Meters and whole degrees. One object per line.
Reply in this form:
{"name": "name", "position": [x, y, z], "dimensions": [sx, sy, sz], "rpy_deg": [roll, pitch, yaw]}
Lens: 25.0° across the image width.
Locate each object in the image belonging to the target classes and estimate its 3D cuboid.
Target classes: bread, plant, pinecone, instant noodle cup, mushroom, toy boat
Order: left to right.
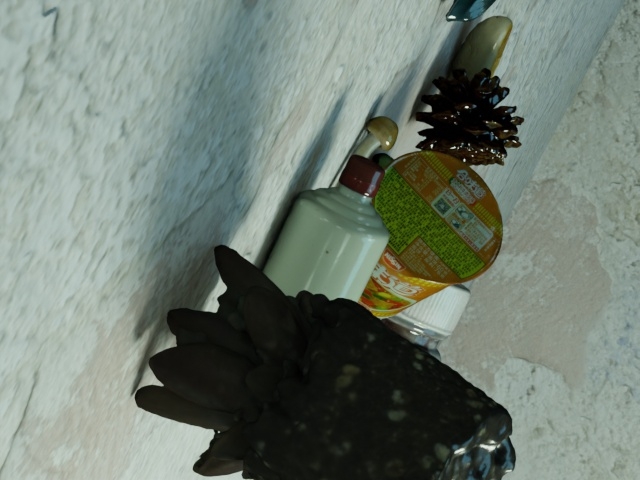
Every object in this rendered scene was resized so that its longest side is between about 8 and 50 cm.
{"name": "plant", "position": [0.001, 0.131, 1.202], "dimensions": [0.194, 0.321, 0.181], "rpy_deg": [-49, 148, -22]}
{"name": "mushroom", "position": [0.002, 0.001, 1.586], "dimensions": [0.068, 0.043, 0.306], "rpy_deg": [12, 109, -58]}
{"name": "instant noodle cup", "position": [0.096, 0.009, 1.672], "dimensions": [0.168, 0.168, 0.185], "rpy_deg": [-55, -176, -31]}
{"name": "bread", "position": [0.193, -0.211, 1.875], "dimensions": [0.073, 0.053, 0.214], "rpy_deg": [-44, 162, -45]}
{"name": "pinecone", "position": [0.184, -0.151, 1.784], "dimensions": [0.140, 0.140, 0.121], "rpy_deg": [58, 32, -77]}
{"name": "toy boat", "position": [0.185, -0.292, 1.643], "dimensions": [0.141, 0.060, 0.055], "rpy_deg": [-48, 164, -28]}

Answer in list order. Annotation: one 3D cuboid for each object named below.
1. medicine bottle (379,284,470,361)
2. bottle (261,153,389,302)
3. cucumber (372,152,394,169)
{"name": "medicine bottle", "position": [0.077, 0.155, 1.936], "dimensions": [0.273, 0.165, 0.165], "rpy_deg": [-62, 169, 4]}
{"name": "bottle", "position": [-0.003, 0.029, 1.446], "dimensions": [0.245, 0.104, 0.104], "rpy_deg": [-64, 169, 14]}
{"name": "cucumber", "position": [0.081, -0.041, 1.764], "dimensions": [0.220, 0.070, 0.046], "rpy_deg": [102, -10, -60]}
